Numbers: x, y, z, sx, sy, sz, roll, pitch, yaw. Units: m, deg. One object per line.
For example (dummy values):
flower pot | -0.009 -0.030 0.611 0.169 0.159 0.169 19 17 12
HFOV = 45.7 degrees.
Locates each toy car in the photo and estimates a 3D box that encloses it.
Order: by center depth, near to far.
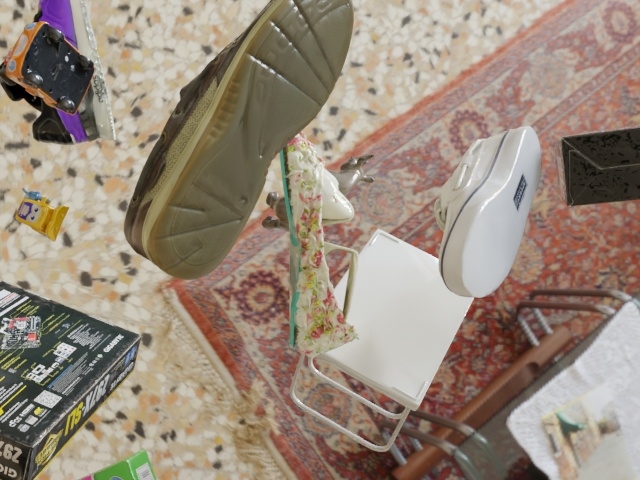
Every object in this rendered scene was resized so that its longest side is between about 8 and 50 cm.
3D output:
toy car | -0.168 -0.062 0.432 0.040 0.060 0.122 19 98 18

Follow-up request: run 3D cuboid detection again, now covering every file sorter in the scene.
file sorter | 0.100 0.158 1.215 0.192 0.173 0.278 28 47 11

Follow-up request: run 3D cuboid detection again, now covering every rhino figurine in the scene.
rhino figurine | 0.007 -0.092 1.382 0.243 0.106 0.073 -34 113 -19

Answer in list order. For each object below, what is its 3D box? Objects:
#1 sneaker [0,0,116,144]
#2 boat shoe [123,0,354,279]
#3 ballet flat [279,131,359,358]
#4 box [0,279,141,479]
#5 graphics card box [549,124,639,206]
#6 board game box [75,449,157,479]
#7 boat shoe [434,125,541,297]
sneaker | -0.398 -0.271 1.099 0.146 0.102 0.293 -15 76 -12
boat shoe | -0.058 -0.083 0.491 0.080 0.073 0.224 42 73 -49
ballet flat | 0.000 0.000 0.789 0.077 0.091 0.241 -4 92 1
box | -0.445 0.189 1.097 0.257 0.322 0.079 19 112 5
graphics card box | 0.442 -0.113 1.044 0.232 0.371 0.094 -5 95 15
board game box | -0.296 0.404 0.820 0.316 0.064 0.242 -24 83 3
boat shoe | 0.171 -0.038 0.844 0.096 0.088 0.267 59 43 -32
